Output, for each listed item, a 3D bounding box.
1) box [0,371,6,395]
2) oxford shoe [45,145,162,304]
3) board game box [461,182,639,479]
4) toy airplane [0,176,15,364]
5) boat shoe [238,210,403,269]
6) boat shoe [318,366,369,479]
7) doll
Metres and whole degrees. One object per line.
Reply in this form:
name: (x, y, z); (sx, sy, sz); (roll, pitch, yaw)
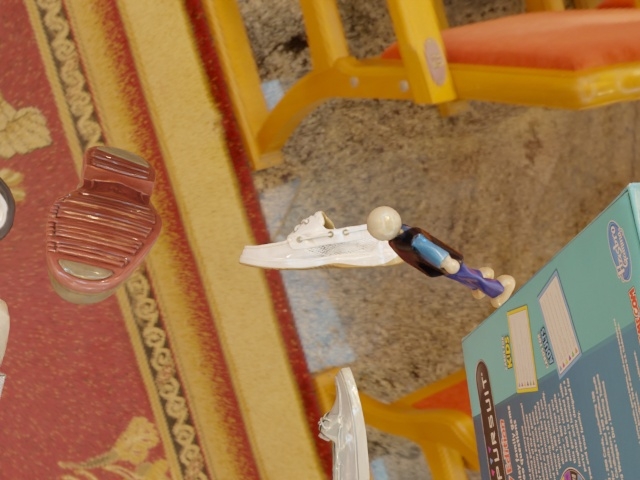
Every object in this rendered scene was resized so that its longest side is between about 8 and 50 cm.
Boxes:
box: (-0.508, 0.257, 1.174); (0.038, 0.145, 0.186); (12, 91, -52)
oxford shoe: (-0.264, 0.002, 1.030); (0.123, 0.348, 0.130); (18, 112, -11)
board game box: (0.194, 0.144, 0.575); (0.079, 0.336, 0.253); (-2, 69, -8)
toy airplane: (-0.387, 0.054, 0.527); (0.386, 0.384, 0.272); (-39, 139, 0)
boat shoe: (0.000, 0.000, 1.397); (0.277, 0.098, 0.096); (-3, 90, 12)
boat shoe: (0.037, 0.341, 1.504); (0.081, 0.079, 0.227); (-6, 83, -4)
doll: (0.124, 0.017, 0.943); (0.189, 0.129, 0.046); (28, 88, -29)
